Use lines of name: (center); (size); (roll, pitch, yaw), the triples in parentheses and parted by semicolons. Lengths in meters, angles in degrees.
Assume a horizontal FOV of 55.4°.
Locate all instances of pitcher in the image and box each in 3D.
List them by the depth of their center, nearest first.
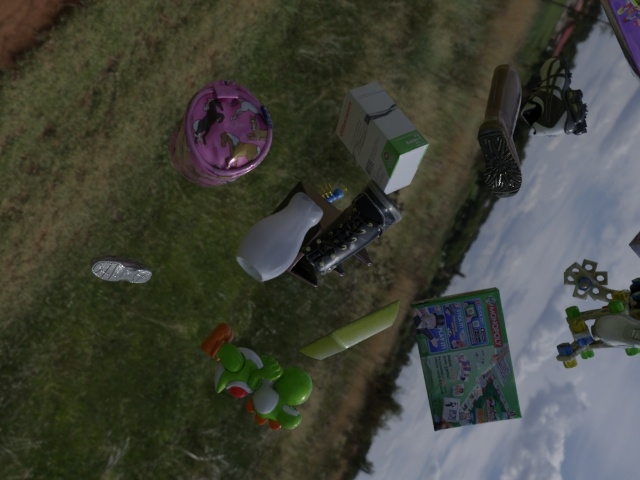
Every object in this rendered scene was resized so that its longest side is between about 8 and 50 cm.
pitcher: (-0.102, 0.001, 1.436); (0.207, 0.125, 0.178); (-48, 178, -22)

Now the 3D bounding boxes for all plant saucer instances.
plant saucer: (0.067, 0.202, 1.321); (0.188, 0.045, 0.188); (-20, 170, -30)

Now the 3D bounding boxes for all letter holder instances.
letter holder: (0.000, 0.000, 1.737); (0.152, 0.214, 0.302); (-48, -151, 15)

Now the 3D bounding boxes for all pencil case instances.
pencil case: (-0.209, -0.195, 1.191); (0.167, 0.160, 0.386); (-45, -166, -12)

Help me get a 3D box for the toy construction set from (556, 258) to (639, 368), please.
toy construction set: (0.651, 0.161, 1.392); (0.214, 0.151, 0.328); (-22, -163, 30)

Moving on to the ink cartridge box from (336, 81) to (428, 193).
ink cartridge box: (0.177, -0.306, 1.827); (0.114, 0.273, 0.198); (-24, 156, -23)

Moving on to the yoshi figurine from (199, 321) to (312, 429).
yoshi figurine: (-0.165, 0.377, 1.778); (0.203, 0.362, 0.203); (-36, 166, -53)

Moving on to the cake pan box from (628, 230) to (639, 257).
cake pan box: (0.967, -0.057, 1.579); (0.267, 0.070, 0.246); (-46, -177, -8)

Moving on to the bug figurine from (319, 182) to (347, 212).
bug figurine: (-0.005, -0.095, 2.072); (0.216, 0.072, 0.279); (-23, -156, 12)

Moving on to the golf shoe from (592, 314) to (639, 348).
golf shoe: (0.625, 0.182, 1.181); (0.086, 0.176, 0.069); (54, 51, -71)

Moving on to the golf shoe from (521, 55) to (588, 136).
golf shoe: (0.380, -0.244, 1.024); (0.198, 0.093, 0.077); (-83, 156, -49)

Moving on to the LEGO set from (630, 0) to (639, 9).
LEGO set: (0.696, -0.494, 1.186); (0.107, 0.287, 0.132); (-52, 176, -3)

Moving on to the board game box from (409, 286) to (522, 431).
board game box: (0.349, 0.287, 1.472); (0.046, 0.213, 0.318); (-47, 126, -82)

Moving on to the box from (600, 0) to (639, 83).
box: (0.697, -0.473, 1.366); (0.057, 0.293, 0.201); (-25, -155, 27)

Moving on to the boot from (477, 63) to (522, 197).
boot: (0.474, -0.279, 1.548); (0.270, 0.089, 0.236); (-65, 144, -40)

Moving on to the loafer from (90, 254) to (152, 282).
loafer: (-0.366, 0.048, 1.106); (0.045, 0.039, 0.125); (-49, 145, 15)

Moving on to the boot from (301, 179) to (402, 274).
boot: (0.052, -0.014, 1.107); (0.178, 0.085, 0.236); (-38, 174, -3)
